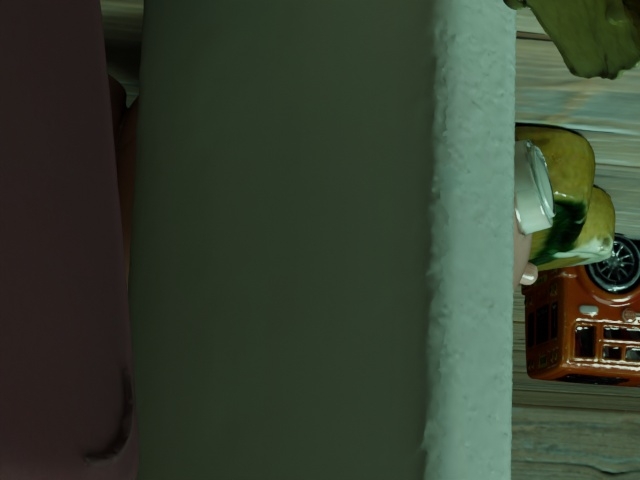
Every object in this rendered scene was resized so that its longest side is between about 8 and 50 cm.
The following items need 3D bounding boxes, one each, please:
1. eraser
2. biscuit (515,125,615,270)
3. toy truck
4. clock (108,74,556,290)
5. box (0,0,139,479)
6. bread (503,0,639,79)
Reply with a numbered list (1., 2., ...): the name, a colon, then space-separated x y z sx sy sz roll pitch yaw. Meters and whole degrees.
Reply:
1. eraser: -0.005 0.011 0.646 0.174 0.270 0.094 -8 167 41
2. biscuit: 0.058 -0.019 1.045 0.287 0.057 0.343 -8 165 44
3. toy truck: 0.291 0.065 1.281 0.252 0.114 0.107 5 168 -10
4. clock: 0.000 0.000 0.836 0.241 0.142 0.227 -9 150 16
5. box: -0.156 -0.049 0.369 0.167 0.294 0.193 -14 164 23
6. bread: 0.061 -0.101 0.494 0.080 0.109 0.084 1 174 -12
